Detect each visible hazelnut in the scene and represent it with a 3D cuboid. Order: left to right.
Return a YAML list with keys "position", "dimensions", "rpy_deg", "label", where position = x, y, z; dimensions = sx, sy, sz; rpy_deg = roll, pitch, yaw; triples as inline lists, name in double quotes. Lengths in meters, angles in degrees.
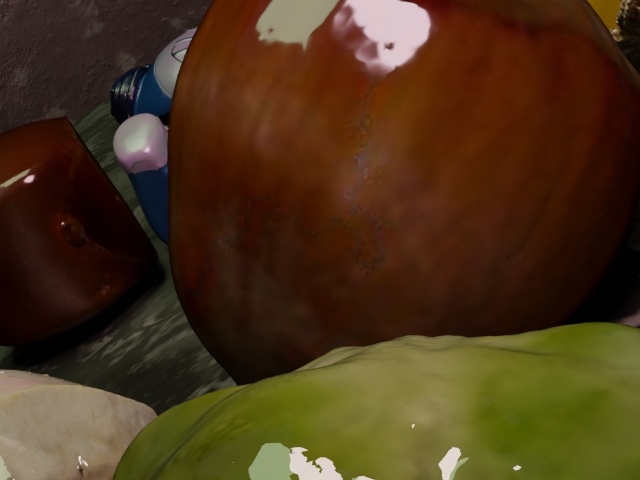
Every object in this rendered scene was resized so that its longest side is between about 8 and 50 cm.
- position: [0.044, -0.057, 1.001]
  dimensions: [0.366, 0.366, 0.366]
  rpy_deg: [-31, 18, 11]
  label: "hazelnut"

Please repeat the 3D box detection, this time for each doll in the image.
- position: [-0.103, -0.121, 1.581]
  dimensions: [0.284, 0.240, 0.310]
  rpy_deg: [6, 39, -2]
  label: "doll"

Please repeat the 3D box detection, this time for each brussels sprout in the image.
- position: [0.035, 0.150, 0.594]
  dimensions: [0.274, 0.242, 0.316]
  rpy_deg: [-35, 13, -23]
  label: "brussels sprout"

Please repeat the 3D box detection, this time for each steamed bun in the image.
- position: [-0.366, -0.010, 1.738]
  dimensions: [0.248, 0.235, 0.379]
  rpy_deg: [-33, 18, -4]
  label: "steamed bun"

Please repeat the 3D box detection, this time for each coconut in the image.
- position: [-0.192, 0.195, 0.938]
  dimensions: [0.241, 0.241, 0.241]
  rpy_deg: [-31, 18, 11]
  label: "coconut"

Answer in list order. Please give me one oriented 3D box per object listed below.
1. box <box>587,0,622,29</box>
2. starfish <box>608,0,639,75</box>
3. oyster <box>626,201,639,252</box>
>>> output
- position: [0.261, -0.231, 1.117]
  dimensions: [0.043, 0.269, 0.152]
  rpy_deg: [-7, 32, -28]
  label: "box"
- position: [0.252, -0.142, 1.008]
  dimensions: [0.209, 0.053, 0.150]
  rpy_deg: [-7, -12, 44]
  label: "starfish"
- position: [0.258, -0.055, 1.033]
  dimensions: [0.125, 0.064, 0.177]
  rpy_deg: [-41, 23, 28]
  label: "oyster"
